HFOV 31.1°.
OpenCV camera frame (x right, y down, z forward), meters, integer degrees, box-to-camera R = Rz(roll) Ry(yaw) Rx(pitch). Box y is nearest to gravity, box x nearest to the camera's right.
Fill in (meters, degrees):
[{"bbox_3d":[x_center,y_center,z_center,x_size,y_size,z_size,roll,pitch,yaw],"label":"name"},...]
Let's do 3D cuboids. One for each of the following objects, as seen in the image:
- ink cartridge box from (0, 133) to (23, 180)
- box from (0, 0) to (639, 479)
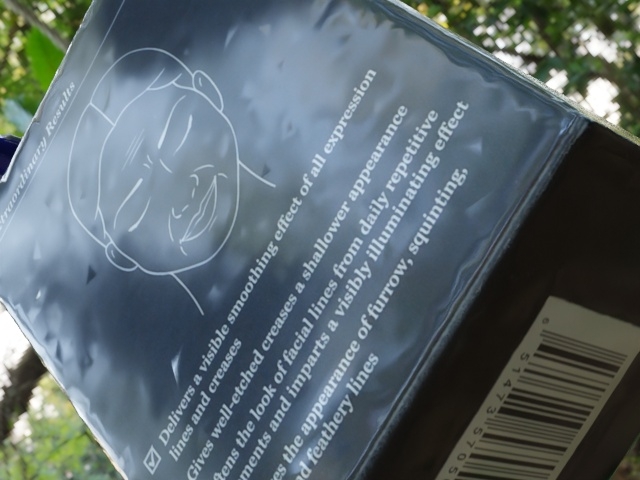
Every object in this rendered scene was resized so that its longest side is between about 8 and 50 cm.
[{"bbox_3d":[-0.305,-0.039,0.975,0.371,0.069,0.176,1,-12,41],"label":"ink cartridge box"},{"bbox_3d":[0.000,0.000,0.692,0.212,0.395,0.293,18,-72,-45],"label":"box"}]
